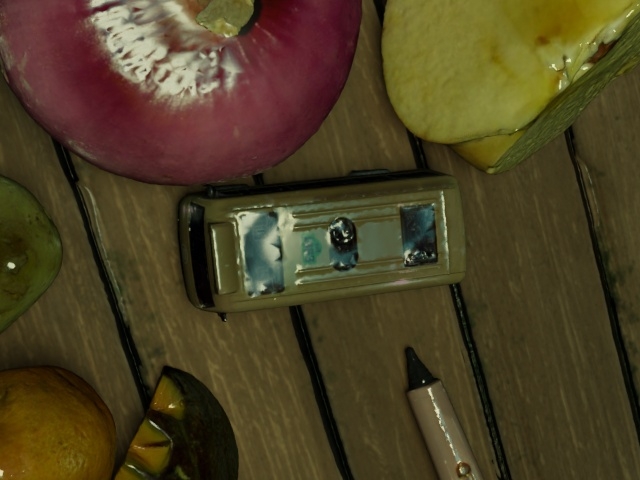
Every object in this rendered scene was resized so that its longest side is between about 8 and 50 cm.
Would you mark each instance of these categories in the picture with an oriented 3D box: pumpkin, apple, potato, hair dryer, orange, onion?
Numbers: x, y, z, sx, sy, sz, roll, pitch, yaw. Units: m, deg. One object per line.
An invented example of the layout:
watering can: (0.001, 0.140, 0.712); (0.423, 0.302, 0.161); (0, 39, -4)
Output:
pumpkin: (-0.157, 0.279, 0.971); (0.149, 0.130, 0.254); (27, 86, -14)
apple: (0.231, -0.230, 0.969); (0.314, 0.252, 0.309); (27, 130, -23)
potato: (-0.401, 0.026, 0.867); (0.307, 0.173, 0.210); (-12, 95, -10)
hair dryer: (0.165, 0.282, 1.045); (0.107, 0.189, 0.344); (-22, 85, -12)
orange: (-0.317, 0.223, 0.860); (0.249, 0.249, 0.183); (-14, 80, -13)
onion: (-0.111, -0.231, 0.858); (0.358, 0.345, 0.358); (8, 79, -46)

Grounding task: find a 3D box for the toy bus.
toy bus: (0.000, 0.000, 0.973); (0.289, 0.157, 0.139); (-5, 95, -14)
